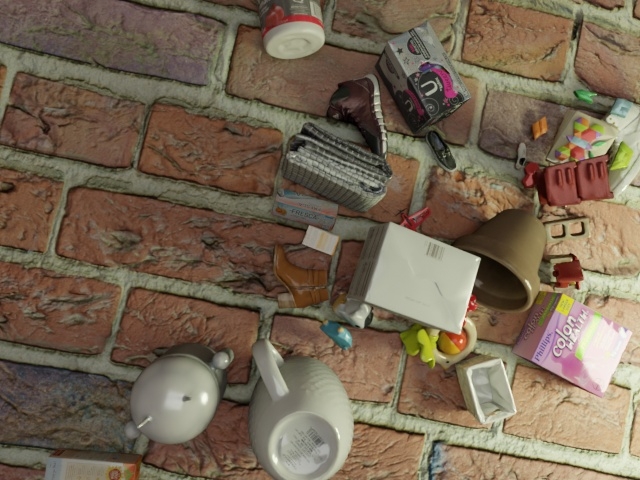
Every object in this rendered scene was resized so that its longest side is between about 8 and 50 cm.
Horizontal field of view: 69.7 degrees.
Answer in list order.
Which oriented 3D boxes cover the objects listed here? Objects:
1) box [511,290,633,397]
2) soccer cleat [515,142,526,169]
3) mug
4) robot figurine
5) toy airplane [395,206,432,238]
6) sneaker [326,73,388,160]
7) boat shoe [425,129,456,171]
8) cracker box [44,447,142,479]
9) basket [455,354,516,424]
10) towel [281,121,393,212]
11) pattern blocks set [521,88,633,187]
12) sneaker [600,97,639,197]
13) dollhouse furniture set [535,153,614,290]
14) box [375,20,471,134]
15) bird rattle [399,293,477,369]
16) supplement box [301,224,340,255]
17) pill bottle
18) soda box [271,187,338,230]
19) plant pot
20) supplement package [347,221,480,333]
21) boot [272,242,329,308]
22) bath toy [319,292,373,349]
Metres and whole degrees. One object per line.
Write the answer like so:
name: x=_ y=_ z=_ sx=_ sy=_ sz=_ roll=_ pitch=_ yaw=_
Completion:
box: x=0.733 y=0.298 z=1.348 sx=0.243 sy=0.117 sz=0.213 roll=28 pitch=86 yaw=-2
soccer cleat: x=0.615 y=-0.259 z=1.403 sx=0.029 sy=0.035 sz=0.083 roll=13 pitch=87 yaw=-4
mug: x=-0.073 y=0.421 z=1.172 sx=0.276 sy=0.328 sz=0.374 roll=-28 pitch=90 yaw=-5
robot figurine: x=-0.344 y=0.371 z=1.139 sx=0.300 sy=0.353 sz=0.200 roll=-41 pitch=91 yaw=-6
toy airplane: x=0.281 y=-0.030 z=1.370 sx=0.151 sy=0.028 sz=0.151 roll=0 pitch=89 yaw=-4
sneaker: x=0.102 y=-0.341 z=1.342 sx=0.162 sy=0.106 sz=0.281 roll=-7 pitch=78 yaw=0
boat shoe: x=0.364 y=-0.269 z=1.381 sx=0.049 sy=0.040 sz=0.142 roll=-35 pitch=90 yaw=-5
cracker box: x=-0.620 y=0.663 z=1.248 sx=0.232 sy=0.067 sz=0.156 roll=7 pitch=86 yaw=-5
basket: x=0.472 y=0.423 z=1.329 sx=0.113 sy=0.103 sz=0.167 roll=-15 pitch=90 yaw=-5
towel: x=0.040 y=-0.191 z=1.256 sx=0.283 sy=0.235 sz=0.121 roll=24 pitch=82 yaw=-4
pattern blocks set: x=0.773 y=-0.287 z=1.370 sx=0.285 sy=0.026 sz=0.325 roll=16 pitch=90 yaw=16
sneaker: x=0.899 y=-0.288 z=1.404 sx=0.169 sy=0.108 sz=0.292 roll=29 pitch=85 yaw=7
dollhouse furniture set: x=0.712 y=-0.037 z=1.279 sx=0.152 sy=0.201 sz=0.374 roll=-8 pitch=95 yaw=19
box: x=0.287 y=-0.460 z=1.321 sx=0.142 sy=0.163 sz=0.247 roll=-30 pitch=90 yaw=-7
bird rattle: x=0.365 y=0.261 z=1.335 sx=0.253 sy=0.143 sz=0.207 roll=-44 pitch=112 yaw=-8
supplement box: x=0.000 y=0.000 z=1.342 sx=0.098 sy=0.036 sz=0.062 roll=22 pitch=86 yaw=-4
pill bottle: x=-0.095 y=-0.700 z=1.294 sx=0.176 sy=0.176 sz=0.319 roll=-9 pitch=88 yaw=-5
soda box: x=-0.043 y=-0.089 z=1.320 sx=0.183 sy=0.058 sz=0.063 roll=15 pitch=43 yaw=-4
plant pot: x=0.515 y=0.037 z=1.300 sx=0.263 sy=0.263 sz=0.229 roll=43 pitch=66 yaw=-2
supplement package: x=0.234 y=0.096 z=1.171 sx=0.262 sy=0.145 sz=0.204 roll=21 pitch=81 yaw=-13
boot: x=-0.057 y=0.095 z=1.318 sx=0.152 sy=0.073 sz=0.197 roll=-8 pitch=100 yaw=-4
bath toy: x=0.147 y=0.148 z=1.305 sx=0.348 sy=0.151 sz=0.129 roll=-48 pitch=126 yaw=-10
